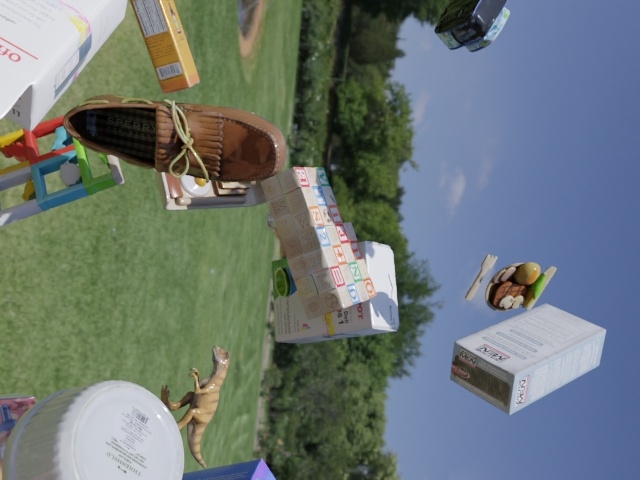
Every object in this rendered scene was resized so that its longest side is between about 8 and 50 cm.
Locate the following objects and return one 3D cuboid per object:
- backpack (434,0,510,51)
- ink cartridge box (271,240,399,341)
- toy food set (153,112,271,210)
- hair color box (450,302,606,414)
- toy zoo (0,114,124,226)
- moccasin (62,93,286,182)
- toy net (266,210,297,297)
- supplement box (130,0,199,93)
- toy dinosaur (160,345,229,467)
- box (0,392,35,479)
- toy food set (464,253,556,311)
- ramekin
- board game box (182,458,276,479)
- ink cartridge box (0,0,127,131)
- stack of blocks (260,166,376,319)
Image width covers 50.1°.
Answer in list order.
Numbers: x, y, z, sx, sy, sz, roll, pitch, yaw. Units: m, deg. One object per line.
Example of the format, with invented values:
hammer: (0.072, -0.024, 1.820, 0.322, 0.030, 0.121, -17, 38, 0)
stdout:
backpack: (0.260, -0.378, 1.184, 0.114, 0.084, 0.105, -1, -125, 58)
ink cartridge box: (0.030, 0.127, 1.611, 0.117, 0.278, 0.201, 15, 67, -53)
toy food set: (-0.236, -0.186, 1.486, 0.092, 0.306, 0.219, -24, -103, 42)
hair color box: (0.520, 0.283, 1.708, 0.185, 0.375, 0.113, 26, -59, 47)
toy zoo: (-0.538, -0.140, 1.308, 0.030, 0.293, 0.192, 79, -10, -61)
moccasin: (-0.243, -0.173, 1.136, 0.147, 0.380, 0.139, -46, 152, -67)
toy net: (-0.083, 0.007, 1.535, 0.122, 0.045, 0.232, 124, -46, -57)
supplement box: (-0.360, -0.466, 1.591, 0.078, 0.080, 0.233, -68, 146, -66)
toy dinosaur: (-0.191, 0.270, 1.057, 0.064, 0.112, 0.211, 29, -77, 58)
box: (-0.559, 0.346, 1.138, 0.091, 0.130, 0.170, -7, -100, 44)
toy food set: (0.402, 0.099, 1.422, 0.132, 0.192, 0.038, -67, -151, 25)
ramekin: (-0.266, 0.271, 0.841, 0.109, 0.207, 0.207, -28, -142, 30)
board game box: (-0.265, 0.518, 1.201, 0.078, 0.347, 0.233, 62, 28, -18)
ink cartridge box: (-0.449, -0.304, 0.982, 0.119, 0.207, 0.353, -48, -165, 55)
stack of blocks: (0.000, 0.000, 1.423, 0.171, 0.087, 0.297, -10, 80, -63)
